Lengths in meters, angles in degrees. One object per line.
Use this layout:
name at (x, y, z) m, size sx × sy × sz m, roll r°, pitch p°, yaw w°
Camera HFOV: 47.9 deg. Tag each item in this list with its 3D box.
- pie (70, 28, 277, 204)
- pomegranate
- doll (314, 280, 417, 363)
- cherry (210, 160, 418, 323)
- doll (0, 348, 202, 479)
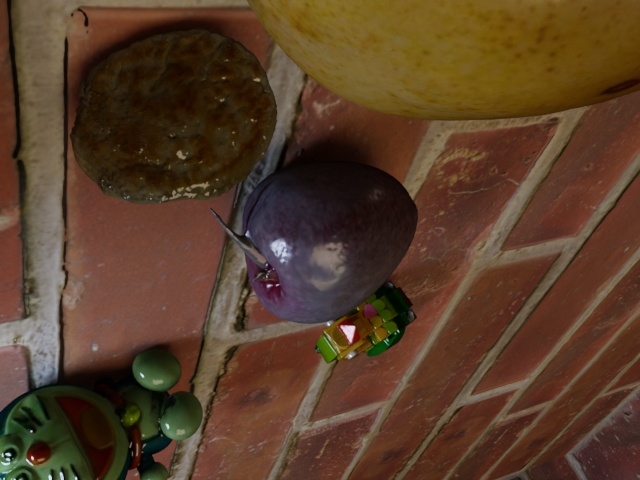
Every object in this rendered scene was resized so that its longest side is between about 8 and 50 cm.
pie at (-0.137, -0.110, 0.680) m, size 0.193 × 0.163 × 0.079 m, roll -18°, pitch 165°, yaw -6°
pomegranate at (0.096, -0.274, 0.429) m, size 0.416 × 0.417 × 0.417 m, roll -19°, pitch 145°, yaw -14°
doll at (0.072, 0.141, 1.191) m, size 0.186 × 0.106 × 0.134 m, roll -23°, pitch 165°, yaw -44°
cherry at (0.000, 0.000, 0.893) m, size 0.266 × 0.183 × 0.213 m, roll -14°, pitch 147°, yaw -17°
doll at (-0.337, 0.293, 1.031) m, size 0.322 × 0.198 × 0.186 m, roll -15°, pitch 158°, yaw -36°
